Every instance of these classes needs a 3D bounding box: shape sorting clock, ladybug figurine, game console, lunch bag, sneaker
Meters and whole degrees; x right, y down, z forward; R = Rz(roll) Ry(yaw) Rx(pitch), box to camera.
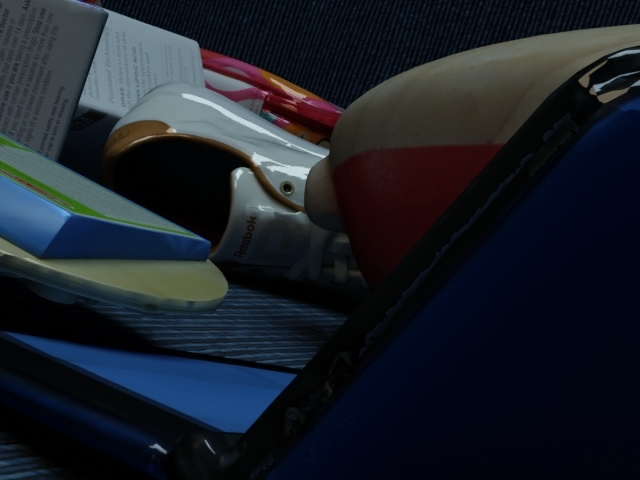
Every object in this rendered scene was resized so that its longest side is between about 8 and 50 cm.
[{"bbox_3d":[-0.133,-0.017,0.669,0.206,0.040,0.206,26,4,-2],"label":"shape sorting clock"},{"bbox_3d":[0.212,0.002,0.871,0.449,0.162,0.305,1,-16,14],"label":"ladybug figurine"},{"bbox_3d":[0.053,0.018,0.569,0.293,0.250,0.173,13,35,-49],"label":"game console"},{"bbox_3d":[-0.085,-0.080,1.380,0.293,0.120,0.258,20,0,20],"label":"lunch bag"},{"bbox_3d":[0.000,0.000,1.035,0.290,0.106,0.123,19,25,6],"label":"sneaker"}]

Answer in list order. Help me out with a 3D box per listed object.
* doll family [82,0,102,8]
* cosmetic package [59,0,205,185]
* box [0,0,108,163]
[{"bbox_3d":[-0.296,-0.216,1.372,0.262,0.118,0.163,-14,-7,-2],"label":"doll family"},{"bbox_3d":[-0.192,-0.102,1.113,0.117,0.086,0.231,-22,-22,37],"label":"cosmetic package"},{"bbox_3d":[-0.202,-0.092,0.951,0.137,0.126,0.072,19,6,-9],"label":"box"}]
